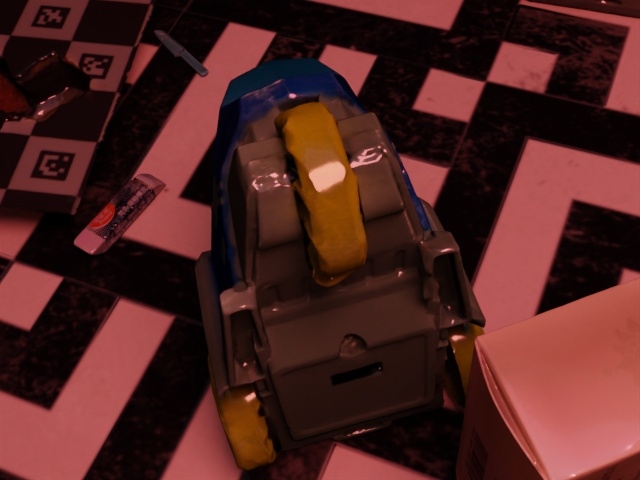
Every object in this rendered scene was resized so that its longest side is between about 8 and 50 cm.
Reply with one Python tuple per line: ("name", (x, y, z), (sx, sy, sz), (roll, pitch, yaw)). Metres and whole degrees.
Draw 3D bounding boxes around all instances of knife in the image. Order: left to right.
("knife", (-0.145, -0.193, 0.921), (0.014, 0.005, 0.091), (-35, 59, -18))

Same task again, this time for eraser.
("eraser", (-0.180, -0.025, 0.805), (0.027, 0.019, 0.099), (28, 65, 22))

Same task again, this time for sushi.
("sushi", (-0.347, -0.166, 0.893), (0.343, 0.064, 0.359), (6, 56, 6))

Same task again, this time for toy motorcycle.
("toy motorcycle", (0.000, 0.000, 0.585), (0.191, 0.326, 0.199), (-15, 54, -4))

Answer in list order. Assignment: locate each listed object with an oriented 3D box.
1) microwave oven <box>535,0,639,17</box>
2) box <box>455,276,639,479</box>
("microwave oven", (0.247, -0.472, 0.806), (0.236, 0.432, 0.374), (12, 58, 15))
("box", (0.178, 0.117, 0.555), (0.168, 0.212, 0.095), (-21, 58, -9))
